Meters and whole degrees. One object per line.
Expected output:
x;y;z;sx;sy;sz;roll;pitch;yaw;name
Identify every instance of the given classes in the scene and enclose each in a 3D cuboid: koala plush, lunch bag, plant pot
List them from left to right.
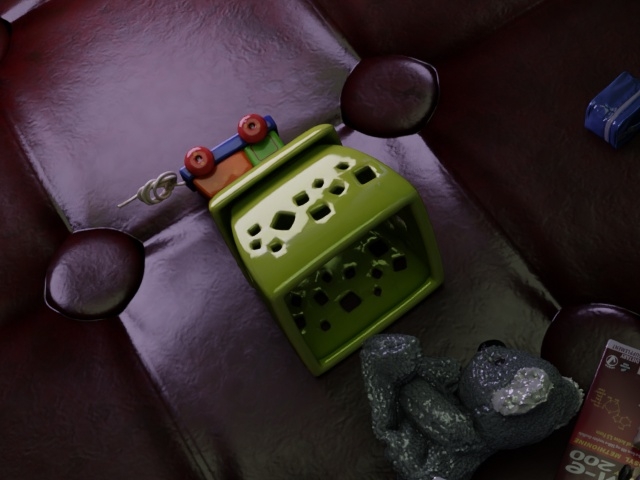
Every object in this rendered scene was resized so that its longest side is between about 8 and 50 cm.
0.000;0.000;1.509;0.227;0.228;0.207;-36;54;-9;plant pot
0.188;0.198;1.367;0.221;0.196;0.203;-17;68;20;koala plush
0.418;-0.178;1.605;0.098;0.067;0.065;-41;63;-13;lunch bag

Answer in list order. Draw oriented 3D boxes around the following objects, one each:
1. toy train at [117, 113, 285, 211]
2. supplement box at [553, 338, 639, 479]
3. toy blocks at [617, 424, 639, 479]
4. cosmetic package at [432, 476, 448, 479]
-0.141;-0.055;1.639;0.248;0.105;0.143;-32;75;-7;toy train
0.360;0.252;1.386;0.130;0.073;0.239;19;68;19;supplement box
0.525;0.215;1.225;0.309;0.260;0.289;26;70;3;toy blocks
0.213;0.379;1.261;0.224;0.225;0.138;16;66;19;cosmetic package
